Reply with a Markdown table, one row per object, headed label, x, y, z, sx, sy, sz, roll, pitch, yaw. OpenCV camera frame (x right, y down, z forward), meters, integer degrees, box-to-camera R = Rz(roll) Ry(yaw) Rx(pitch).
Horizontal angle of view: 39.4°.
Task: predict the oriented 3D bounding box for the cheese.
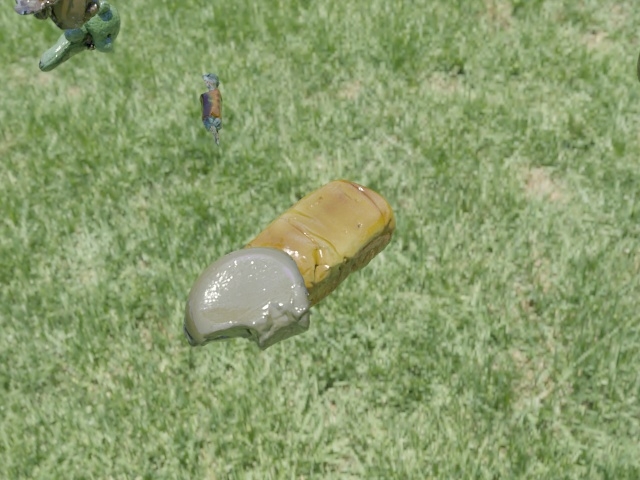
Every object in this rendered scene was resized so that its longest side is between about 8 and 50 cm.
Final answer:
| label | x | y | z | sx | sy | sz | roll | pitch | yaw |
| --- | --- | --- | --- | --- | --- | --- | --- | --- | --- |
| cheese | -0.122 | 0.100 | 1.405 | 0.202 | 0.091 | 0.175 | -22 | 57 | -5 |

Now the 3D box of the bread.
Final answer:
| label | x | y | z | sx | sy | sz | roll | pitch | yaw |
| --- | --- | --- | --- | --- | --- | --- | --- | --- | --- |
| bread | 0.000 | 0.000 | 1.666 | 0.167 | 0.132 | 0.294 | 39 | 46 | 18 |

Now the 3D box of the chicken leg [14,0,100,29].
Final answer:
| label | x | y | z | sx | sy | sz | roll | pitch | yaw |
| --- | --- | --- | --- | --- | --- | --- | --- | --- | --- |
| chicken leg | -0.355 | -0.382 | 1.194 | 0.125 | 0.196 | 0.080 | -1 | 11 | 10 |

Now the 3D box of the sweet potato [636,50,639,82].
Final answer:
| label | x | y | z | sx | sy | sz | roll | pitch | yaw |
| --- | --- | --- | --- | --- | --- | --- | --- | --- | --- |
| sweet potato | 0.521 | -0.290 | 1.293 | 0.097 | 0.292 | 0.097 | -1 | 77 | 5 |

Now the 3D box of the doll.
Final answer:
| label | x | y | z | sx | sy | sz | roll | pitch | yaw |
| --- | --- | --- | --- | --- | --- | --- | --- | --- | --- |
| doll | -0.375 | -0.313 | 1.406 | 0.150 | 0.077 | 0.115 | -36 | 10 | 1 |

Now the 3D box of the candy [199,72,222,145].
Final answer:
| label | x | y | z | sx | sy | sz | roll | pitch | yaw |
| --- | --- | --- | --- | --- | --- | --- | --- | --- | --- |
| candy | -0.218 | -0.265 | 1.780 | 0.046 | 0.053 | 0.182 | -6 | 53 | 0 |
